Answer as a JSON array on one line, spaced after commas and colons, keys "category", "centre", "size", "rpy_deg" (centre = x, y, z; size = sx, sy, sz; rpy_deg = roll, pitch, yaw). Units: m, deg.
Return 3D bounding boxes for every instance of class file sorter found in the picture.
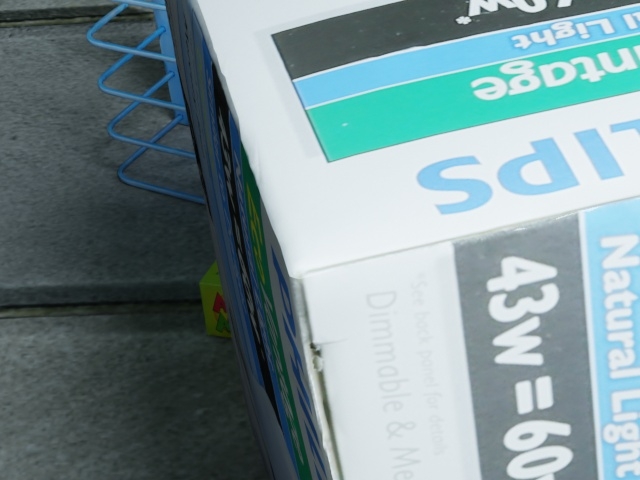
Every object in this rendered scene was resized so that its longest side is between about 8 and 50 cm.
[{"category": "file sorter", "centre": [-0.094, -0.125, 1.217], "size": [0.118, 0.170, 0.104], "rpy_deg": [15, 42, 29]}]

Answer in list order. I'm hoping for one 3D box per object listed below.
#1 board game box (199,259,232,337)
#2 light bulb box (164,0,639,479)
[{"category": "board game box", "centre": [0.000, 0.000, 1.120], "size": [0.092, 0.043, 0.181], "rpy_deg": [8, 35, 20]}, {"category": "light bulb box", "centre": [0.082, 0.040, 0.755], "size": [0.225, 0.358, 0.361], "rpy_deg": [-13, 32, -6]}]
